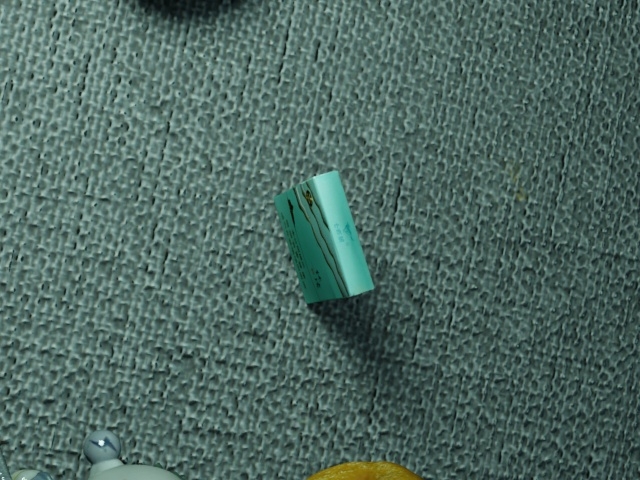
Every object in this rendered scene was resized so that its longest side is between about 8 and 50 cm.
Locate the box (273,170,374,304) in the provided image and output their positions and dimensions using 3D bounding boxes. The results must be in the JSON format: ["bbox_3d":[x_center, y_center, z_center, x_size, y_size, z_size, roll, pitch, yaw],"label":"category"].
[{"bbox_3d":[0.000,0.000,1.934,0.041,0.229,0.162,-18,90,-15],"label":"box"}]

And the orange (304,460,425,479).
[{"bbox_3d":[0.060,0.411,1.924,0.249,0.249,0.183,-17,106,-16],"label":"orange"}]

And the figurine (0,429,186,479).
[{"bbox_3d":[-0.313,0.375,1.847,0.381,0.186,0.261,9,92,-19],"label":"figurine"}]
